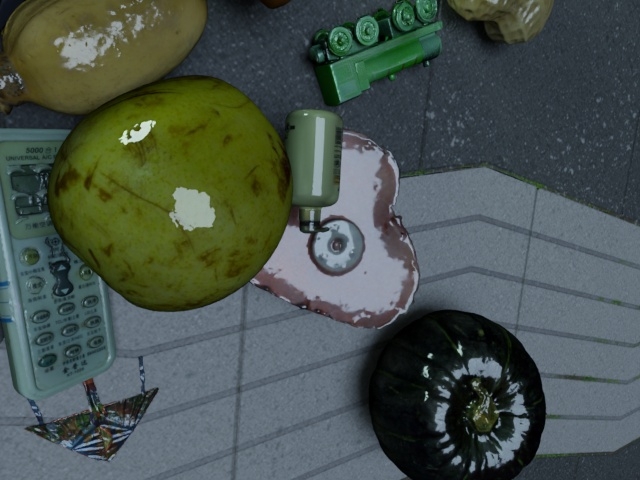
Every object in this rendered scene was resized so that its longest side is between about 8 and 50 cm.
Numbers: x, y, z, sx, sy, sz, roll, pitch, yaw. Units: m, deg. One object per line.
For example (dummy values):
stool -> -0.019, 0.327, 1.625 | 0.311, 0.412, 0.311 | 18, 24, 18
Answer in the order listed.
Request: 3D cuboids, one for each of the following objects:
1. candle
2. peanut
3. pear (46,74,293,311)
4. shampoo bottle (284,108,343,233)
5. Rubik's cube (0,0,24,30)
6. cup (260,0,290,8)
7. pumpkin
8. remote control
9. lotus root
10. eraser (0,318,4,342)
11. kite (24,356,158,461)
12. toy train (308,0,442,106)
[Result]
candle -> 0.000, 0.000, 0.730 | 0.286, 0.131, 0.317 | -23, 99, -14
peanut -> 0.325, -0.469, 0.810 | 0.232, 0.110, 0.197 | 10, 95, -29
pear -> -0.167, -0.054, 0.543 | 0.283, 0.283, 0.284 | -5, 101, -25
shampoo bottle -> -0.012, -0.090, 0.614 | 0.079, 0.079, 0.162 | 1, 95, -26
Rubik's cube -> -0.388, -0.351, 0.397 | 0.259, 0.260, 0.255 | 36, 84, -29
cup -> -0.118, -0.392, 0.508 | 0.263, 0.182, 0.227 | 31, 56, -34
pumpkin -> 0.246, 0.292, 0.835 | 0.322, 0.241, 0.324 | 0, 91, -13
remote control -> -0.350, 0.029, 0.583 | 0.127, 0.065, 0.336 | -17, 109, -53
lotus root -> -0.256, -0.241, 0.545 | 0.303, 0.146, 0.131 | -39, 144, -17
eraser -> -0.535, 0.100, 0.506 | 0.297, 0.078, 0.076 | -5, 102, -25
kite -> -0.333, 0.264, 0.673 | 0.182, 0.010, 0.161 | -12, 104, -24
toy train -> 0.099, -0.317, 0.745 | 0.251, 0.085, 0.119 | -27, 116, -18
